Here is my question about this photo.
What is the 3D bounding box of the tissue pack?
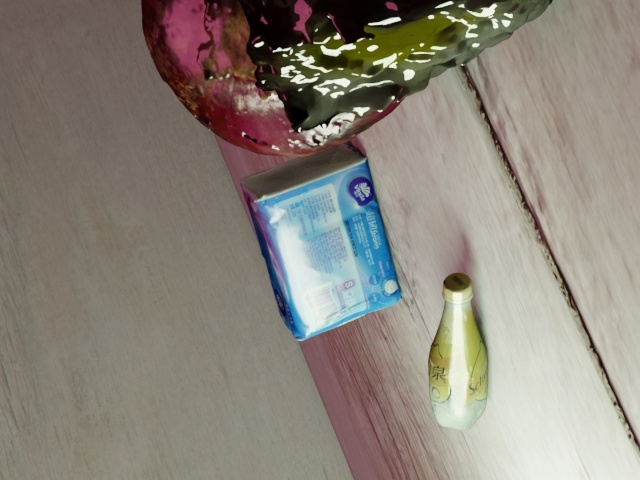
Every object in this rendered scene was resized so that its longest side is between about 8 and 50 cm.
[{"bbox_3d":[0.000,0.000,2.015,0.146,0.198,0.264,-136,27,-65],"label":"tissue pack"}]

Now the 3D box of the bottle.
[{"bbox_3d":[0.186,0.151,1.665,0.270,0.083,0.083,84,163,-44],"label":"bottle"}]

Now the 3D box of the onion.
[{"bbox_3d":[-0.014,-0.284,1.398,0.385,0.347,0.348,-48,-54,-58],"label":"onion"}]

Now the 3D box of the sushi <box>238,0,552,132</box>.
[{"bbox_3d":[0.042,-0.280,1.029,0.281,0.299,0.294,21,-133,-73],"label":"sushi"}]
